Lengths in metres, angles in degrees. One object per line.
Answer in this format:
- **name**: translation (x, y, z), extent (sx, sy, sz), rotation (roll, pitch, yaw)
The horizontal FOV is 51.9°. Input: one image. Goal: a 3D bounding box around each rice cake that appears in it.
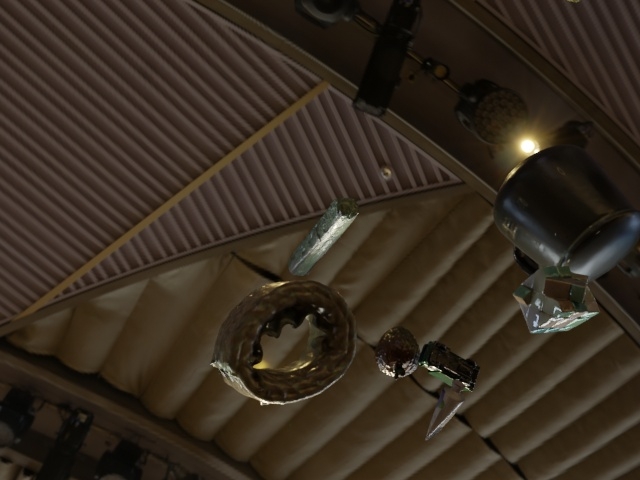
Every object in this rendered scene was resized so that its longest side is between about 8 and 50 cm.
- **rice cake**: translation (-0.001, 0.000, 0.938), extent (0.033, 0.033, 0.207), rotation (-4, -25, -26)

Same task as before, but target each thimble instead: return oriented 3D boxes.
- **thimble**: translation (-0.061, 0.173, 1.124), extent (0.229, 0.148, 0.196), rotation (-43, -80, -21)

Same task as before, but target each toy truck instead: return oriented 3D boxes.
- **toy truck**: translation (0.295, 0.287, 1.510), extent (0.147, 0.079, 0.065), rotation (31, -113, -16)

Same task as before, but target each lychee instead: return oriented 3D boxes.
- **lychee**: translation (0.187, 0.272, 1.583), extent (0.114, 0.146, 0.114), rotation (3, -46, 3)

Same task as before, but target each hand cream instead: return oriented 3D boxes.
- **hand cream**: translation (0.276, 0.372, 1.452), extent (0.053, 0.084, 0.142), rotation (35, -68, 30)

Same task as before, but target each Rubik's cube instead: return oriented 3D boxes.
- **Rubik's cube**: translation (0.280, 0.063, 0.777), extent (0.075, 0.073, 0.084), rotation (12, -38, -36)

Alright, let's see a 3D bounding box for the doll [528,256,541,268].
- **doll**: translation (0.515, -0.014, 1.435), extent (0.135, 0.143, 0.234), rotation (23, -25, 23)

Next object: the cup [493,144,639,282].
- **cup**: translation (0.358, -0.017, 0.974), extent (0.169, 0.176, 0.223), rotation (-20, -39, -23)

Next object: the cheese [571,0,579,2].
- **cheese**: translation (0.355, -0.333, 0.848), extent (0.083, 0.044, 0.030), rotation (-15, -42, 11)
